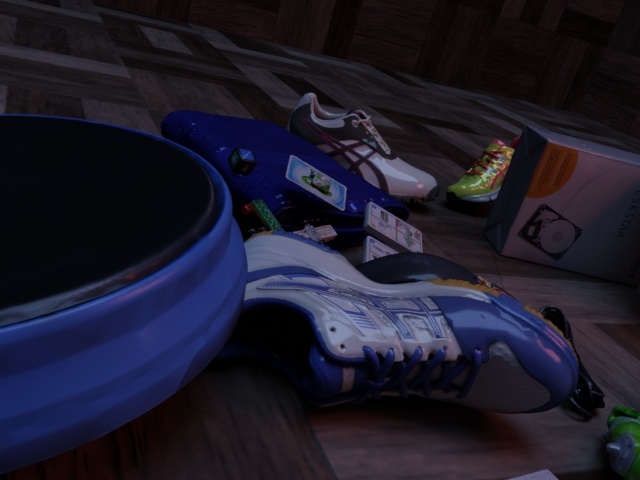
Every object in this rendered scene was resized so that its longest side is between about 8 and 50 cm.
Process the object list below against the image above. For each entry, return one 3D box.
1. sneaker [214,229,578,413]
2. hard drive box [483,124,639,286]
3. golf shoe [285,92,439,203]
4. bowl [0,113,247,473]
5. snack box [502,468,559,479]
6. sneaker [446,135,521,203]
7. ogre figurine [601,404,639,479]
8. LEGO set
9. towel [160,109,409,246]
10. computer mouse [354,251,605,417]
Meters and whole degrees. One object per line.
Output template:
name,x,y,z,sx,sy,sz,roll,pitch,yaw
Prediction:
sneaker,0.045,0.091,0.504,0.297,0.111,0.131,14,32,14
hard drive box,0.389,-0.050,0.954,0.232,0.181,0.089,12,23,-10
golf shoe,0.067,-0.140,1.028,0.273,0.120,0.105,21,21,8
bowl,-0.244,-0.003,0.435,0.392,0.077,0.391,5,26,-2
snack box,0.178,0.212,0.386,0.064,0.022,0.178,2,26,-33
sneaker,0.295,-0.125,1.118,0.209,0.094,0.081,-24,19,-28
ogre figurine,0.283,0.177,0.452,0.118,0.096,0.197,11,31,-44
LEGO set,0.000,0.000,0.677,0.244,0.060,0.182,30,35,-17
towel,-0.059,-0.083,0.870,0.228,0.076,0.308,1,28,-41
computer mouse,0.160,0.057,0.645,0.262,0.060,0.184,27,21,-3
